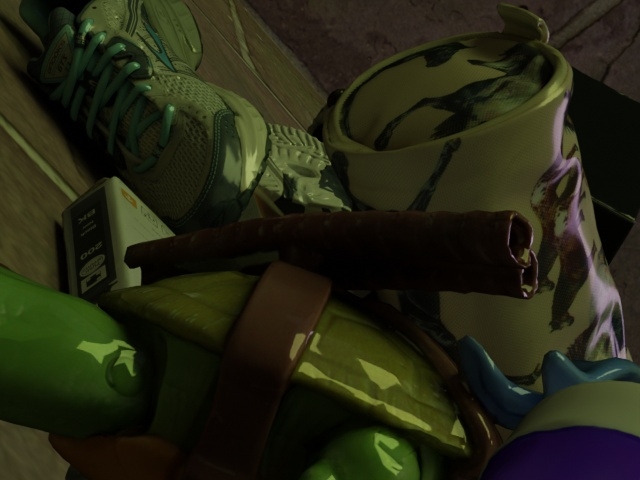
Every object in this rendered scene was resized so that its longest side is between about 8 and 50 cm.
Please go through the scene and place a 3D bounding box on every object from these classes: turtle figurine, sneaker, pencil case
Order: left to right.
[{"bbox_3d":[-0.075,0.090,0.446,0.266,0.274,0.198,31,30,2],"label":"turtle figurine"},{"bbox_3d":[-0.131,-0.089,1.097,0.122,0.110,0.283,22,21,-36],"label":"sneaker"},{"bbox_3d":[0.000,0.000,1.447,0.235,0.153,0.094,17,41,6],"label":"sneaker"},{"bbox_3d":[0.138,0.059,1.124,0.160,0.183,0.410,7,-55,48],"label":"pencil case"}]

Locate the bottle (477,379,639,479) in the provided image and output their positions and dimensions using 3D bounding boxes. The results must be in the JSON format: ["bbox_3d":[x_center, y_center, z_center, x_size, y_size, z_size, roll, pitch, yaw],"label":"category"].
[{"bbox_3d":[0.006,0.125,0.266,0.118,0.092,0.283,56,41,-11],"label":"bottle"}]

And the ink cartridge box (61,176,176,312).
[{"bbox_3d":[-0.048,0.081,0.858,0.206,0.045,0.208,48,7,-23],"label":"ink cartridge box"}]

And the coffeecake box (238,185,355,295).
[{"bbox_3d":[-0.017,0.058,1.073,0.142,0.068,0.185,49,7,-22],"label":"coffeecake box"}]

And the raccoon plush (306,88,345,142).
[{"bbox_3d":[0.105,0.046,1.754,0.299,0.216,0.446,37,-38,59],"label":"raccoon plush"}]

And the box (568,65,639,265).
[{"bbox_3d":[0.158,0.021,1.298,0.103,0.261,0.184,27,34,2],"label":"box"}]
